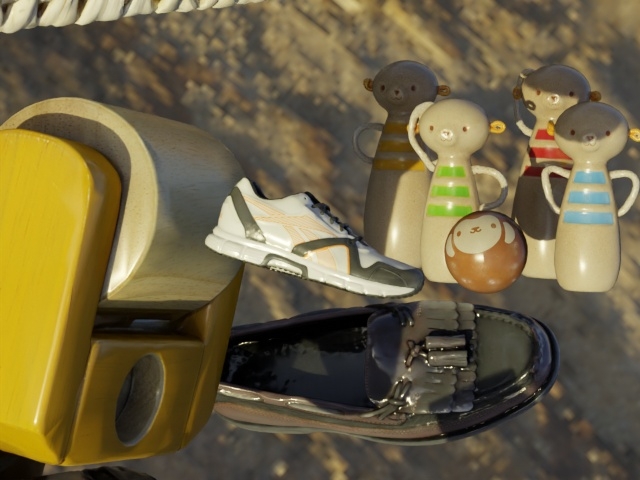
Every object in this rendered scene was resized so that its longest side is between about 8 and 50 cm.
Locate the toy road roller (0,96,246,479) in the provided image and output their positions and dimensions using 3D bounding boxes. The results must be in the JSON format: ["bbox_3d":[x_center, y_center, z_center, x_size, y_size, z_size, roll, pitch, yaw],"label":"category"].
[{"bbox_3d":[-0.198,0.071,1.003,0.240,0.329,0.202,17,3,21],"label":"toy road roller"}]

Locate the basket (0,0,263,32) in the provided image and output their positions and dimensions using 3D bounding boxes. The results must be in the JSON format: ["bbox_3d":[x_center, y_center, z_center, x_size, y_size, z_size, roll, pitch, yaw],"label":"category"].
[{"bbox_3d":[-0.129,-0.327,0.937,0.266,0.328,0.331,-9,56,-38],"label":"basket"}]

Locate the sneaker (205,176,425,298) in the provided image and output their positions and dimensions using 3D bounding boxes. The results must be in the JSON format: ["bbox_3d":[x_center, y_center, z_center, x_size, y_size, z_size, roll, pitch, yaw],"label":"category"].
[{"bbox_3d":[0.000,0.000,0.855,0.109,0.044,0.040,17,-3,5],"label":"sneaker"}]

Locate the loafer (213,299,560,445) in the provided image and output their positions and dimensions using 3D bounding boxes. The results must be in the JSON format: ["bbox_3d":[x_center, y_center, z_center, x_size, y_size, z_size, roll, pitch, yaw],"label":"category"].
[{"bbox_3d":[0.031,0.101,1.368,0.095,0.302,0.109,35,53,-58],"label":"loafer"}]

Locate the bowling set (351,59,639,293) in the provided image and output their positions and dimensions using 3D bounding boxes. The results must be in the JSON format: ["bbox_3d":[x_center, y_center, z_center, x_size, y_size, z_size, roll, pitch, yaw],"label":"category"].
[{"bbox_3d":[0.147,-0.046,1.189,0.287,0.154,0.200,3,4,12],"label":"bowling set"}]
